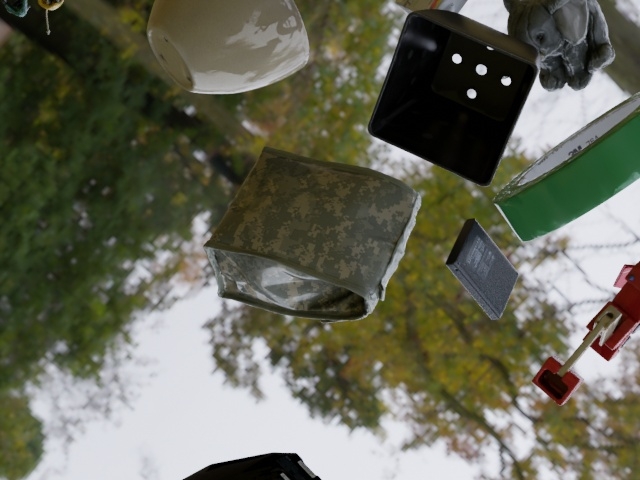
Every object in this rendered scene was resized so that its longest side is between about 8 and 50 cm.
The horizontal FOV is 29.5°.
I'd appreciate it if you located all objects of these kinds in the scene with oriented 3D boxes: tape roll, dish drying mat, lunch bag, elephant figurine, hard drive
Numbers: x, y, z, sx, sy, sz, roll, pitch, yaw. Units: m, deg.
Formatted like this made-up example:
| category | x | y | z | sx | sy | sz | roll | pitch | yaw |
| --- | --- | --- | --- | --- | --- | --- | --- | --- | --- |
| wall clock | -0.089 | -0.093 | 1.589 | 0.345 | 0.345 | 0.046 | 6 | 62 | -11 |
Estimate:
| category | x | y | z | sx | sy | sz | roll | pitch | yaw |
| --- | --- | --- | --- | --- | --- | --- | --- | --- | --- |
| tape roll | 0.410 | -0.120 | 1.816 | 0.321 | 0.077 | 0.321 | -36 | -177 | 2 |
| dish drying mat | 0.601 | 0.072 | 2.393 | 0.083 | 0.032 | 0.008 | 96 | -2 | -57 |
| lunch bag | 0.000 | 0.000 | 1.945 | 0.287 | 0.169 | 0.235 | 13 | -127 | 20 |
| elephant figurine | 0.348 | -0.331 | 1.876 | 0.169 | 0.239 | 0.186 | -35 | -120 | 25 |
| hard drive | 0.253 | 0.045 | 1.887 | 0.022 | 0.135 | 0.094 | -10 | -139 | 45 |

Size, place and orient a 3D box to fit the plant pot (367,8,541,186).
| category | x | y | z | sx | sy | sz | roll | pitch | yaw |
| --- | --- | --- | --- | --- | --- | --- | --- | --- | --- |
| plant pot | 0.203 | -0.215 | 1.680 | 0.167 | 0.188 | 0.187 | -44 | 157 | -57 |

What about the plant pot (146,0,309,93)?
| category | x | y | z | sx | sy | sz | roll | pitch | yaw |
| --- | --- | --- | --- | --- | --- | --- | --- | --- | --- |
| plant pot | -0.182 | -0.360 | 2.077 | 0.191 | 0.284 | 0.284 | -39 | -167 | -19 |

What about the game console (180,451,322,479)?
| category | x | y | z | sx | sy | sz | roll | pitch | yaw |
| --- | --- | --- | --- | --- | --- | --- | --- | --- | --- |
| game console | -0.024 | 0.382 | 1.392 | 0.213 | 0.361 | 0.044 | -16 | 134 | -39 |

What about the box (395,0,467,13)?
| category | x | y | z | sx | sy | sz | roll | pitch | yaw |
| --- | --- | --- | --- | --- | --- | --- | --- | --- | --- |
| box | 0.199 | -0.414 | 1.935 | 0.145 | 0.038 | 0.186 | -53 | -160 | 7 |

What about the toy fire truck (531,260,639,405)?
| category | x | y | z | sx | sy | sz | roll | pitch | yaw |
| --- | --- | --- | --- | --- | --- | --- | --- | --- | --- |
| toy fire truck | 0.343 | 0.103 | 1.455 | 0.192 | 0.047 | 0.135 | -57 | 158 | 21 |

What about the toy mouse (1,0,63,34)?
| category | x | y | z | sx | sy | sz | roll | pitch | yaw |
| --- | --- | --- | --- | --- | --- | --- | --- | --- | --- |
| toy mouse | -0.458 | -0.408 | 1.918 | 0.031 | 0.143 | 0.161 | 19 | 84 | -67 |
